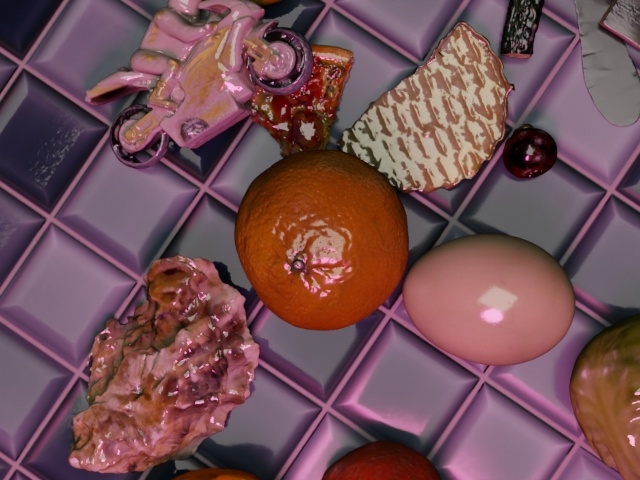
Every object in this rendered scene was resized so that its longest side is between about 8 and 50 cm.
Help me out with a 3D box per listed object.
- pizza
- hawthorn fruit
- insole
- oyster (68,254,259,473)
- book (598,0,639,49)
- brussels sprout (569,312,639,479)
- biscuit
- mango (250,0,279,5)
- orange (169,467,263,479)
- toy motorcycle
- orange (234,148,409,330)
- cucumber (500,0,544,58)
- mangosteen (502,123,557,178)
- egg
[{"bbox_3d":[-0.026,-0.194,1.976,0.201,0.053,0.193,-23,87,2],"label":"pizza"},{"bbox_3d":[0.099,0.373,1.856,0.199,0.251,0.199,2,79,-9],"label":"hawthorn fruit"},{"bbox_3d":[0.420,-0.279,1.983,0.080,0.003,0.232,-14,87,2],"label":"insole"},{"bbox_3d":[-0.234,0.199,1.942,0.238,0.115,0.351,44,90,3],"label":"oyster"},{"bbox_3d":[0.536,-0.370,1.970,0.160,0.024,0.228,33,89,2],"label":"book"},{"bbox_3d":[0.465,0.221,1.871,0.244,0.244,0.244,0,88,3],"label":"brussels sprout"},{"bbox_3d":[0.172,-0.170,1.975,0.273,0.036,0.187,-40,87,0],"label":"biscuit"},{"bbox_3d":[-0.073,-0.434,1.968,0.137,0.098,0.195,35,83,6],"label":"mango"},{"bbox_3d":[-0.147,0.443,1.862,0.261,0.261,0.261,0,88,3],"label":"orange"},{"bbox_3d":[-0.187,-0.253,1.945,0.341,0.108,0.223,-29,83,17],"label":"toy motorcycle"},{"bbox_3d":[0.000,0.000,1.868,0.264,0.264,0.264,0,88,3],"label":"orange"},{"bbox_3d":[0.305,-0.356,1.966,0.058,0.058,0.187,16,88,3],"label":"cucumber"},{"bbox_3d":[0.302,-0.130,1.947,0.081,0.081,0.081,0,88,3],"label":"mangosteen"},{"bbox_3d":[0.236,0.082,1.890,0.242,0.186,0.186,7,88,13],"label":"egg"}]
